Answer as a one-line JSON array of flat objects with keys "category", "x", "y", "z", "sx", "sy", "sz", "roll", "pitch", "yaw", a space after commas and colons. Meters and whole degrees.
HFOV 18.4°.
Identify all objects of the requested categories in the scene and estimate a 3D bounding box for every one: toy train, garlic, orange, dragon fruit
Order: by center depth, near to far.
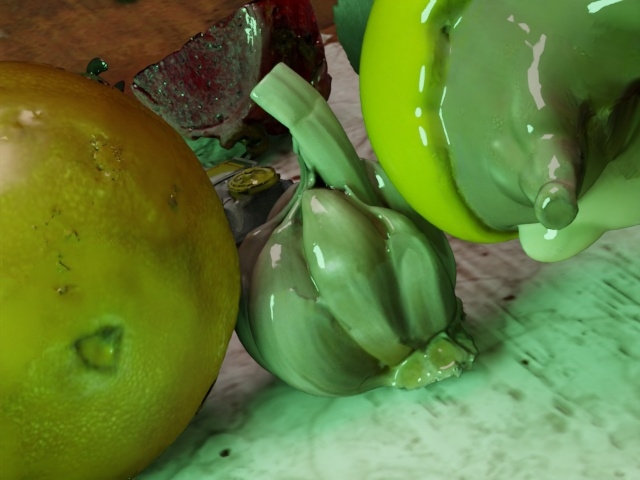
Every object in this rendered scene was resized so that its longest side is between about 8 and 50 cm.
[{"category": "orange", "x": -0.161, "y": 0.024, "z": 1.026, "sx": 0.240, "sy": 0.240, "sz": 0.240, "roll": -10, "pitch": 29, "yaw": 6}, {"category": "garlic", "x": 0.000, "y": 0.000, "z": 1.065, "sx": 0.127, "sy": 0.194, "sz": 0.131, "roll": -15, "pitch": 33, "yaw": 17}, {"category": "toy train", "x": -0.104, "y": 0.008, "z": 1.217, "sx": 0.202, "sy": 0.060, "sz": 0.081, "roll": -29, "pitch": 27, "yaw": -29}, {"category": "dragon fruit", "x": -0.051, "y": -0.104, "z": 1.376, "sx": 0.102, "sy": 0.096, "sz": 0.147, "roll": -27, "pitch": -1, "yaw": -41}]

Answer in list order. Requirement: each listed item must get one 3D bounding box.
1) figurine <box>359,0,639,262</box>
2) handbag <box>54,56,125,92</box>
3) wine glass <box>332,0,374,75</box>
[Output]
[{"category": "figurine", "x": 0.172, "y": -0.068, "z": 0.974, "sx": 0.344, "sy": 0.187, "sz": 0.215, "roll": 29, "pitch": 79, "yaw": 41}, {"category": "handbag", "x": -0.175, "y": -0.091, "z": 1.434, "sx": 0.072, "sy": 0.047, "sz": 0.111, "roll": -13, "pitch": 27, "yaw": 4}, {"category": "wine glass", "x": 0.183, "y": -0.158, "z": 1.220, "sx": 0.323, "sy": 0.238, "sz": 0.238, "roll": 13, "pitch": 38, "yaw": 31}]
